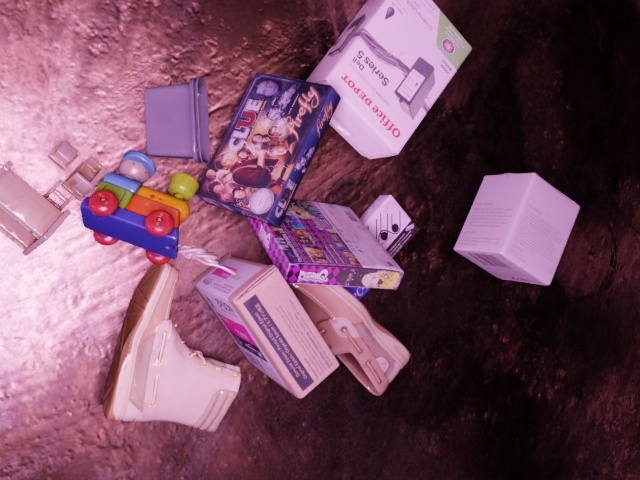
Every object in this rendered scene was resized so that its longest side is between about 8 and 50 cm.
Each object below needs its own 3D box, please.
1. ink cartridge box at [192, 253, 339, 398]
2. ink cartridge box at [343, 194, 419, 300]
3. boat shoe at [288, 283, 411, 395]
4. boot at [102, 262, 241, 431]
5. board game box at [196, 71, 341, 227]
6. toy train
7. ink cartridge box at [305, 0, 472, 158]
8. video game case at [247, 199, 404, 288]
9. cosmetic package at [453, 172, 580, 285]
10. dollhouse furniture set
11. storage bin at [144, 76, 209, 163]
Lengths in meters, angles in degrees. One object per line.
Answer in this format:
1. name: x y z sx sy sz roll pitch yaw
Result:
1. ink cartridge box: -0.095 0.130 1.050 0.088 0.234 0.193 -39 108 -18
2. ink cartridge box: 0.090 0.018 1.247 0.207 0.046 0.097 -47 110 -17
3. boat shoe: 0.030 0.162 1.180 0.341 0.121 0.110 43 73 -23
4. boot: -0.222 0.178 1.066 0.203 0.095 0.262 18 85 -27
5. board game box: -0.089 -0.157 1.084 0.042 0.165 0.243 40 72 -56
6. toy train: -0.225 -0.042 1.007 0.247 0.105 0.144 20 57 -1
7. ink cartridge box: 0.124 -0.318 1.209 0.198 0.114 0.273 41 75 -23
8. video game case: 0.000 0.000 1.103 0.210 0.232 0.042 5 118 -28
9. cosmetic package: 0.405 -0.025 1.347 0.151 0.151 0.184 30 80 -25
10. dollhouse furniture set: -0.446 -0.102 0.962 0.182 0.101 0.161 45 48 -21
11. storage bin: -0.232 -0.192 1.055 0.091 0.098 0.135 -1 94 1
